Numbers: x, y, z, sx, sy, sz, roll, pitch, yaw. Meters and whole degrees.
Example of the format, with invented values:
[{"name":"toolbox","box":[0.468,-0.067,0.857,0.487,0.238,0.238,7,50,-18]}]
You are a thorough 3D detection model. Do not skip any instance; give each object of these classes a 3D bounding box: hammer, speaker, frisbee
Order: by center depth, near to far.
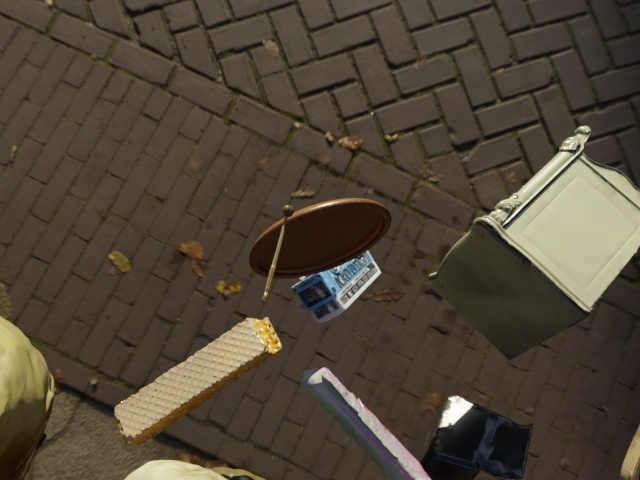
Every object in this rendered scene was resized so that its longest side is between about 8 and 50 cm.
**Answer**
[{"name":"hammer","box":[-0.052,0.015,0.704,0.014,0.029,0.122,12,78,6]},{"name":"frisbee","box":[0.000,0.000,0.982,0.251,0.250,0.021,-15,65,-8]},{"name":"speaker","box":[0.315,0.527,1.362,0.184,0.388,0.180,26,47,10]}]

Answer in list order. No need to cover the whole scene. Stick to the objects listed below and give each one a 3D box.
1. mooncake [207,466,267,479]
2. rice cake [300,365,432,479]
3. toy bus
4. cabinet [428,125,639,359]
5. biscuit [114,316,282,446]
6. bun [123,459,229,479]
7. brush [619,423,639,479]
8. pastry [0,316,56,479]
[{"name":"mooncake","box":[-0.214,0.670,1.319,0.291,0.161,0.290,-1,112,-1]},{"name":"rice cake","box":[0.086,0.309,0.939,0.290,0.081,0.051,47,56,-8]},{"name":"toy bus","box":[0.048,0.095,1.480,0.106,0.297,0.131,-32,91,28]},{"name":"cabinet","box":[0.418,0.006,1.096,0.227,0.290,0.318,44,66,13]},{"name":"biscuit","box":[-0.257,0.291,1.213,0.379,0.054,0.094,-33,60,2]},{"name":"bun","box":[-0.240,0.509,1.084,0.287,0.287,0.146,34,37,0]},{"name":"brush","box":[0.485,0.183,0.768,0.070,0.065,0.327,41,75,-39]},{"name":"pastry","box":[-0.473,0.216,0.577,0.313,0.388,0.388,23,81,-4]}]
